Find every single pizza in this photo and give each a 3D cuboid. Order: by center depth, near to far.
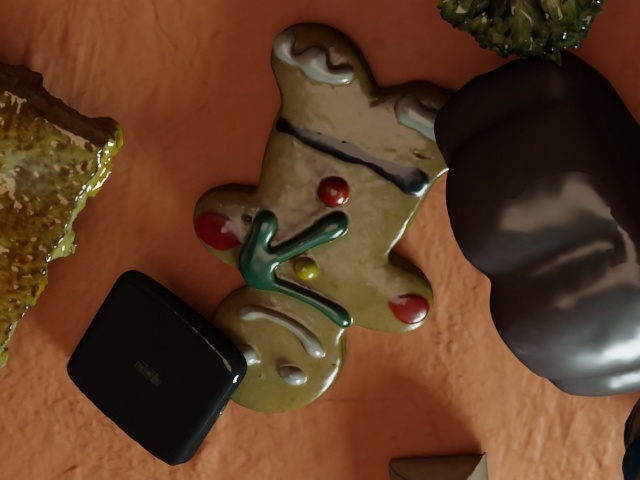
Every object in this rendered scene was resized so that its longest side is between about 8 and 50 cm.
[{"bbox_3d":[-0.308,-0.050,1.364,0.268,0.087,0.258,33,113,0],"label":"pizza"}]

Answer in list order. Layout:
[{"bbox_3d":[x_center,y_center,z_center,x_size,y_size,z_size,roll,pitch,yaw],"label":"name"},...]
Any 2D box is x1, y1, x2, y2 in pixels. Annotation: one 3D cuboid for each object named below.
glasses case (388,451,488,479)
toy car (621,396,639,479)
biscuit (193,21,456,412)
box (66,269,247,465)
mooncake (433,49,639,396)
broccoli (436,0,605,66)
[{"bbox_3d":[0.087,0.265,1.395,0.102,0.070,0.193,-4,105,12],"label":"glasses case"},{"bbox_3d":[0.398,0.189,1.240,0.336,0.226,0.242,38,108,-4],"label":"toy car"},{"bbox_3d":[0.000,0.000,1.348,0.197,0.049,0.301,26,109,4],"label":"biscuit"},{"bbox_3d":[-0.126,0.097,1.385,0.126,0.027,0.125,40,122,9],"label":"box"},{"bbox_3d":[0.177,-0.010,1.218,0.133,0.245,0.245,-23,101,17],"label":"mooncake"},{"bbox_3d":[0.095,-0.297,1.101,0.221,0.252,0.361,-9,143,6],"label":"broccoli"}]
